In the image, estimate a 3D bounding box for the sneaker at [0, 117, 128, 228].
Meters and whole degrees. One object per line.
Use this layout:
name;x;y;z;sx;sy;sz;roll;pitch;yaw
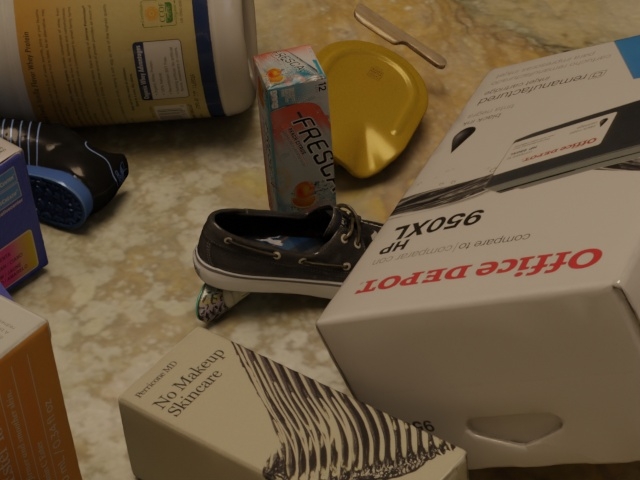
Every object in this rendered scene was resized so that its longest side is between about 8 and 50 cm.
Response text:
sneaker;-0.302;-0.084;1.811;0.232;0.081;0.090;23;44;22

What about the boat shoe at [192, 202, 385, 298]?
boat shoe;0.000;0.000;1.633;0.229;0.076;0.080;3;42;-10

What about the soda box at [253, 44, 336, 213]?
soda box;-0.022;-0.090;1.691;0.058;0.183;0.063;-13;40;-9

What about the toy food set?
toy food set;0.039;-0.134;1.844;0.128;0.071;0.218;29;47;4

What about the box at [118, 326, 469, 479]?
box;-0.022;0.177;1.426;0.275;0.094;0.113;22;47;30

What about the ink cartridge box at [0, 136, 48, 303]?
ink cartridge box;-0.446;-0.013;1.675;0.395;0.151;0.270;26;50;36

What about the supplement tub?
supplement tub;-0.231;-0.232;1.862;0.316;0.228;0.228;-4;38;2

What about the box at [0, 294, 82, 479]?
box;-0.361;0.202;1.341;0.168;0.215;0.345;23;47;31

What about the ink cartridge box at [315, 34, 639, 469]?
ink cartridge box;0.217;-0.003;1.494;0.285;0.166;0.395;-10;31;37

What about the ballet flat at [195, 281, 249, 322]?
ballet flat;-0.078;0.034;1.656;0.041;0.041;0.114;9;39;18
